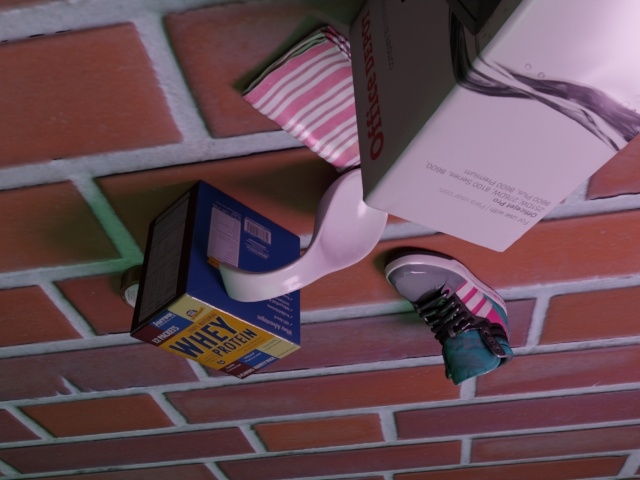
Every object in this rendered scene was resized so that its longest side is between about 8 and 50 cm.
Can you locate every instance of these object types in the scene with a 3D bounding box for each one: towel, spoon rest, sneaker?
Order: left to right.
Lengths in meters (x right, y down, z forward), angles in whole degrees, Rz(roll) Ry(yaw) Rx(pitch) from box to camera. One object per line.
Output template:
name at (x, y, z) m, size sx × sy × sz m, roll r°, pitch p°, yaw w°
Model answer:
spoon rest at (0.000, 0.000, 0.860) m, size 0.276 × 0.084 × 0.137 m, roll -33°, pitch 128°, yaw -29°
towel at (0.018, -0.165, 0.800) m, size 0.144 × 0.029 × 0.197 m, roll -30°, pitch 133°, yaw 31°
sneaker at (0.224, 0.147, 1.073) m, size 0.295 × 0.178 × 0.124 m, roll 29°, pitch 132°, yaw -32°

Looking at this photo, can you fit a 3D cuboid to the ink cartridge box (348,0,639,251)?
ink cartridge box at (0.187, -0.223, 0.531) m, size 0.166 × 0.285 × 0.395 m, roll 17°, pitch 137°, yaw -20°

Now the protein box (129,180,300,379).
protein box at (-0.144, 0.062, 0.935) m, size 0.200 × 0.201 × 0.136 m, roll 31°, pitch 131°, yaw -33°

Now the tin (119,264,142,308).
tin at (-0.249, 0.090, 1.100) m, size 0.189 × 0.040 × 0.106 m, roll 5°, pitch 145°, yaw -9°
